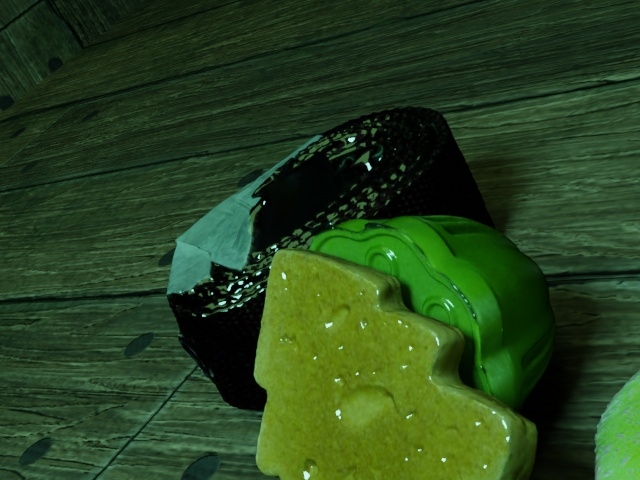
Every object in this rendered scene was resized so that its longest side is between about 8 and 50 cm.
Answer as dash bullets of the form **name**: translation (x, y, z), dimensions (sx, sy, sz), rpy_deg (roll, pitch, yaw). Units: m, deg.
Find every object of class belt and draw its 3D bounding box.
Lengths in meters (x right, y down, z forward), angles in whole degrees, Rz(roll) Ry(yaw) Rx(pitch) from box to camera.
- **belt**: translation (0.000, 0.000, 1.048), dimensions (0.289, 0.164, 0.184), rpy_deg (-38, 32, -17)

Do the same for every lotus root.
- **lotus root**: translation (0.094, 0.053, 0.857), dimensions (0.186, 0.186, 0.186), rpy_deg (-26, 23, 12)

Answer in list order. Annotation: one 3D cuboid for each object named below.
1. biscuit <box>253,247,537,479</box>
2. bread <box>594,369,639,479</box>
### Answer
- **biscuit**: translation (0.026, 0.107, 0.773), dimensions (0.041, 0.239, 0.212), rpy_deg (5, -35, -46)
- **bread**: translation (0.248, 0.105, 0.694), dimensions (0.228, 0.033, 0.228), rpy_deg (-25, 25, 13)
